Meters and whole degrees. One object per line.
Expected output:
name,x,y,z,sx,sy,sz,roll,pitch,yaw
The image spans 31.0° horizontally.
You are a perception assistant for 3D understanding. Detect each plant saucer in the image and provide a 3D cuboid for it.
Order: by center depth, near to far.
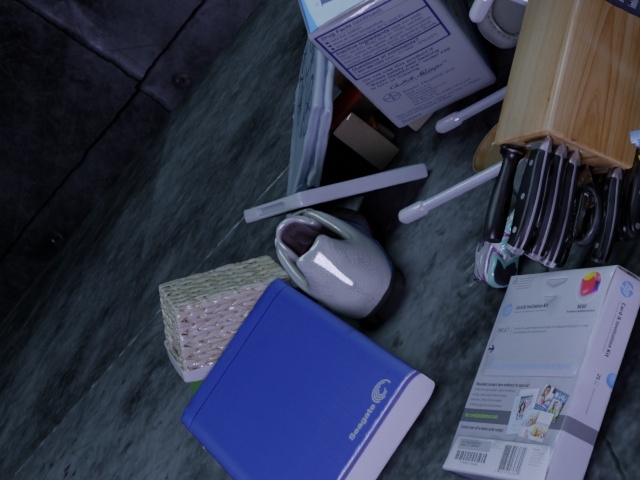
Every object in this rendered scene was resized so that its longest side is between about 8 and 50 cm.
plant saucer,0.209,-0.108,1.325,0.083,0.015,0.083,-46,21,23

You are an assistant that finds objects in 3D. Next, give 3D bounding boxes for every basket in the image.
basket,-0.114,0.094,1.452,0.167,0.103,0.113,-15,20,-16

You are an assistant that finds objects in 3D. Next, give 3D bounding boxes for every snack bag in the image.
snack bag,-0.010,-0.208,1.719,0.342,0.037,0.323,106,170,-55

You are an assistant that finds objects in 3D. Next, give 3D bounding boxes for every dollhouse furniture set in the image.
dollhouse furniture set,0.095,-0.269,1.678,0.259,0.135,0.262,-48,20,19

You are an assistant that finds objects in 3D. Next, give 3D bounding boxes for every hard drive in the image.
hard drive,-0.028,0.179,1.264,0.210,0.040,0.318,-56,32,-3

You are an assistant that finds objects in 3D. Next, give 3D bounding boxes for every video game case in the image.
video game case,0.017,-0.061,1.505,0.190,0.022,0.173,-14,1,-28

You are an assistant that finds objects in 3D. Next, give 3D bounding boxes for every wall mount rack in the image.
wall mount rack,0.200,-0.176,1.263,0.350,0.130,0.304,-62,-11,-50

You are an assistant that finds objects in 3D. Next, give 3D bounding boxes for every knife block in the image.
knife block,0.210,-0.120,1.023,0.242,0.276,0.088,-30,10,-24

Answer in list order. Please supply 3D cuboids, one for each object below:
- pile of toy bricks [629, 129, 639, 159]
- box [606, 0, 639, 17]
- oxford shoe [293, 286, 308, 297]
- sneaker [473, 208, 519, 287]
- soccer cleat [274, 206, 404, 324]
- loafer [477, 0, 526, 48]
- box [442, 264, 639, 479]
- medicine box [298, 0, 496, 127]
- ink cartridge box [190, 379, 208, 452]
pile of toy bricks,0.325,-0.041,0.846,0.212,0.118,0.105,-7,89,52
box,0.290,-0.354,0.905,0.294,0.395,0.212,-58,-11,-9
oxford shoe,-0.083,0.112,1.601,0.212,0.076,0.076,-27,63,48
sneaker,0.183,0.001,1.171,0.098,0.038,0.069,-58,20,-11
soccer cleat,0.000,0.000,1.445,0.116,0.143,0.331,-54,19,2
loafer,0.303,-0.373,1.399,0.319,0.112,0.111,-56,11,-4
box,0.183,0.115,0.956,0.145,0.038,0.186,-12,54,63
medicine box,0.073,-0.326,1.423,0.149,0.289,0.264,-24,65,17
ink cartridge box,-0.106,0.198,1.487,0.109,0.062,0.209,-51,20,6
